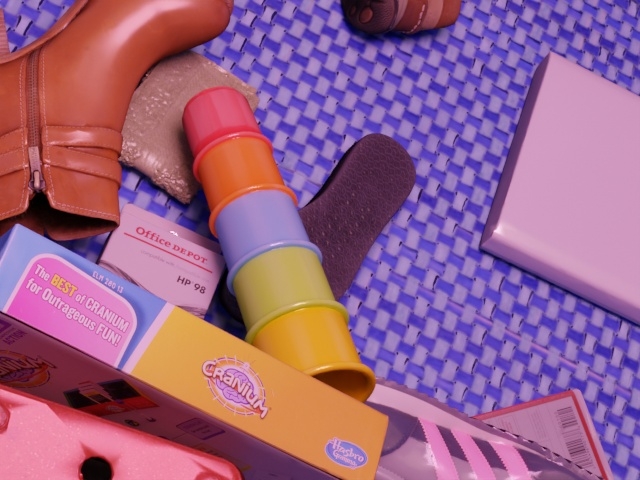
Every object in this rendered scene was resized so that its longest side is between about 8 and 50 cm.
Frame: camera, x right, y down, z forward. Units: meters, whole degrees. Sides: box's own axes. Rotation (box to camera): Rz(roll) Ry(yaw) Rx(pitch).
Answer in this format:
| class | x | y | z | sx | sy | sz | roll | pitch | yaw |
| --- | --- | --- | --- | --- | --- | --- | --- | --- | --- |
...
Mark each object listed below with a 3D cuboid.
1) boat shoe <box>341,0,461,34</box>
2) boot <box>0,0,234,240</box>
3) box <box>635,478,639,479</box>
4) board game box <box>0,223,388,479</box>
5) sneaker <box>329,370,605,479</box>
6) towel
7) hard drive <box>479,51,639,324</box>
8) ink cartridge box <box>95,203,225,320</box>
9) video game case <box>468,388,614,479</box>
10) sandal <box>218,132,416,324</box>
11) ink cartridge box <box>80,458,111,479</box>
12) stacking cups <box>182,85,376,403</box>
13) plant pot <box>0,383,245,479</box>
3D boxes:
| class | x | y | z | sx | sy | sz | roll | pitch | yaw |
| --- | --- | --- | --- | --- | --- | --- | --- | --- | --- |
| boat shoe | 0.083 | -0.358 | 1.518 | 0.120 | 0.122 | 0.324 | 4 | 75 | -24 |
| boot | -0.196 | -0.116 | 1.285 | 0.283 | 0.109 | 0.220 | -10 | 63 | -13 |
| box | 0.386 | 0.289 | 1.358 | 0.244 | 0.060 | 0.100 | 13 | 62 | -22 |
| board game box | -0.145 | 0.120 | 1.113 | 0.317 | 0.242 | 0.064 | 30 | 59 | -22 |
| sneaker | 0.123 | 0.221 | 1.266 | 0.319 | 0.112 | 0.131 | 23 | 78 | -4 |
| towel | -0.130 | -0.112 | 1.377 | 0.110 | 0.027 | 0.148 | 32 | 60 | -6 |
| hard drive | 0.353 | -0.019 | 1.503 | 0.353 | 0.047 | 0.233 | 26 | 62 | -9 |
| ink cartridge box | -0.151 | 0.048 | 1.281 | 0.104 | 0.060 | 0.180 | 24 | 62 | -9 |
| video game case | 0.147 | 0.260 | 1.320 | 0.285 | 0.025 | 0.204 | -11 | 73 | -24 |
| sandal | 0.001 | 0.000 | 1.368 | 0.097 | 0.054 | 0.254 | 50 | 56 | -5 |
| ink cartridge box | -0.286 | 0.246 | 1.114 | 0.283 | 0.117 | 0.207 | 21 | 63 | -10 |
| stacking cups | -0.044 | 0.005 | 1.255 | 0.096 | 0.096 | 0.316 | -4 | 52 | -22 |
| plant pot | -0.185 | 0.227 | 0.957 | 0.267 | 0.236 | 0.267 | 20 | 63 | -11 |
